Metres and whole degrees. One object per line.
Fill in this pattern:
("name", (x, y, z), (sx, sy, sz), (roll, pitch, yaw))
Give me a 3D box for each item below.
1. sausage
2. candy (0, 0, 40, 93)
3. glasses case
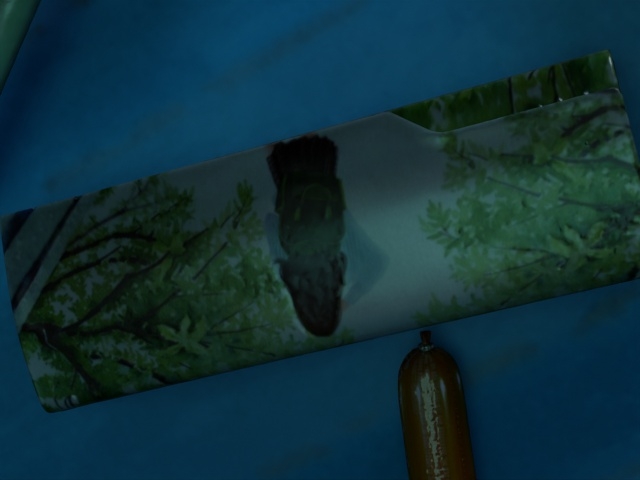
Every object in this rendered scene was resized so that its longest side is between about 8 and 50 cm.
("sausage", (0.052, 0.093, 0.522), (0.031, 0.031, 0.107), (-9, 93, 15))
("candy", (-0.127, -0.111, 0.520), (0.119, 0.119, 0.440), (30, 106, 10))
("glasses case", (0.000, 0.000, 0.511), (0.272, 0.062, 0.095), (-15, 91, 14))
